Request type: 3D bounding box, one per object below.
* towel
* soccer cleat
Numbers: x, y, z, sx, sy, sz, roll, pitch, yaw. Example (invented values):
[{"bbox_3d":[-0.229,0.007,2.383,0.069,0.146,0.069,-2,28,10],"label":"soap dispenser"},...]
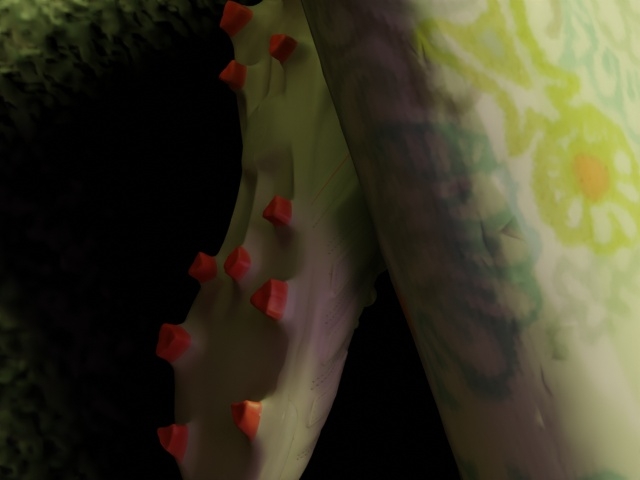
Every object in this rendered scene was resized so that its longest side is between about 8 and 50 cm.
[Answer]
[{"bbox_3d":[0.140,-0.029,0.625,0.374,0.090,0.320,-27,97,-51],"label":"towel"},{"bbox_3d":[0.000,0.000,0.548,0.076,0.068,0.196,27,57,-34],"label":"soccer cleat"}]
